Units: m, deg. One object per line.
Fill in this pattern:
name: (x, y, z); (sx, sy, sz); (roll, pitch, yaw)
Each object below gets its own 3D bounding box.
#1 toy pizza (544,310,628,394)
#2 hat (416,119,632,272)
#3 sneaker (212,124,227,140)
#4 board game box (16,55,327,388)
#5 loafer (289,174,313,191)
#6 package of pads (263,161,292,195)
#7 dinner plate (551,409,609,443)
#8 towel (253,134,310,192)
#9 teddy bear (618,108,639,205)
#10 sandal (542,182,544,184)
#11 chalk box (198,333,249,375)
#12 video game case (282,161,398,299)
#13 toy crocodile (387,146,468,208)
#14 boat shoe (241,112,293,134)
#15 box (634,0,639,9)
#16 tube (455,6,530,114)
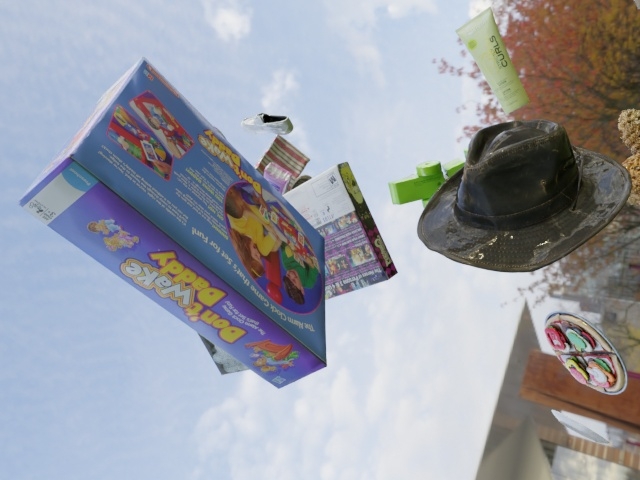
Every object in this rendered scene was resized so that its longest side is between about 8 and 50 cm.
toy pizza: (0.547, 0.239, 1.048); (0.032, 0.201, 0.201); (-29, -57, -13)
hat: (0.295, -0.105, 0.766); (0.331, 0.331, 0.134); (-52, -48, -35)
sneaker: (-0.301, -0.183, 1.412); (0.152, 0.114, 0.305); (-63, -29, -24)
board game box: (-0.127, -0.017, 0.584); (0.347, 0.078, 0.233); (45, -154, -30)
loafer: (-0.045, -0.090, 1.142); (0.050, 0.056, 0.148); (-68, -4, -57)
package of pads: (-0.086, -0.115, 0.969); (0.032, 0.050, 0.083); (-58, -1, -22)
dinner plate: (0.647, 0.472, 1.247); (0.017, 0.141, 0.141); (-58, -41, -9)
towel: (-0.135, -0.237, 1.648); (0.144, 0.029, 0.197); (36, -104, -16)
teddy bear: (0.811, -0.227, 1.129); (0.245, 0.337, 0.113); (60, 176, 9)
sandal: (0.475, -0.084, 0.953); (0.067, 0.179, 0.040); (-18, -67, -38)
chalk box: (-0.167, 0.104, 1.046); (0.179, 0.180, 0.289); (-63, -46, -62)
video game case: (0.000, 0.000, 0.895); (0.041, 0.232, 0.210); (-25, -89, -49)
toy crocodile: (0.342, -0.168, 1.283); (0.105, 0.340, 0.115); (-91, -18, -72)
boat shoe: (-0.177, -0.379, 1.594); (0.066, 0.184, 0.063); (-61, -27, -29)
box: (0.683, -0.586, 1.014); (0.021, 0.164, 0.201); (74, 175, -80)
tube: (0.414, -0.419, 1.184); (0.070, 0.062, 0.240); (-29, -86, -6)
